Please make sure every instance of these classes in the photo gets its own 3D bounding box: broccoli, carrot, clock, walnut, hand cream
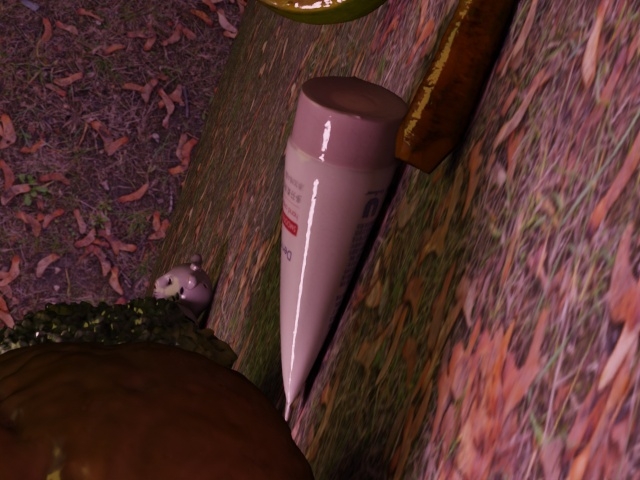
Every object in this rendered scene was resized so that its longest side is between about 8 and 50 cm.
[{"bbox_3d":[-0.159,0.176,1.483,0.249,0.302,0.375,-50,29,-22],"label":"broccoli"},{"bbox_3d":[0.094,-0.125,1.124,0.042,0.042,0.170,-142,75,-81],"label":"carrot"},{"bbox_3d":[-0.187,0.097,2.252,0.176,0.080,0.117,-81,15,-62],"label":"clock"},{"bbox_3d":[-0.141,0.200,1.025,0.333,0.333,0.332,-159,90,-82],"label":"walnut"},{"bbox_3d":[0.000,0.000,1.337,0.133,0.083,0.247,-83,6,-66],"label":"hand cream"}]

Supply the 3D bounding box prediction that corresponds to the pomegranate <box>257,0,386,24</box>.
[{"bbox_3d":[0.017,-0.321,1.627,0.159,0.190,0.240,-22,-43,-67],"label":"pomegranate"}]
